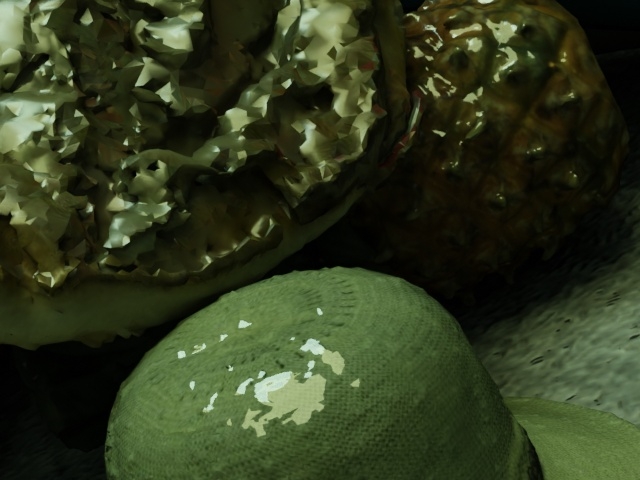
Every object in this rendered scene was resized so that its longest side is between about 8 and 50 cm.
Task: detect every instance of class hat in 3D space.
[{"bbox_3d":[-0.003,0.084,0.614,0.257,0.130,0.257,-20,22,9],"label":"hat"}]

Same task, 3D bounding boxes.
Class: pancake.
[{"bbox_3d":[-0.131,-0.121,0.699,0.382,0.382,0.071,-42,-8,-39],"label":"pancake"}]

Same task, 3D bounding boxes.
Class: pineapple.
[{"bbox_3d":[0.000,0.000,0.802,0.310,0.141,0.170,-32,41,-10],"label":"pineapple"}]

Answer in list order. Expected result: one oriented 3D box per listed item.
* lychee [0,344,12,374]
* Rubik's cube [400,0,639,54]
[{"bbox_3d":[-0.314,-0.084,0.904,0.425,0.424,0.500,-14,40,19],"label":"lychee"},{"bbox_3d":[0.086,-0.268,0.970,0.307,0.310,0.305,0,-2,38],"label":"Rubik's cube"}]
